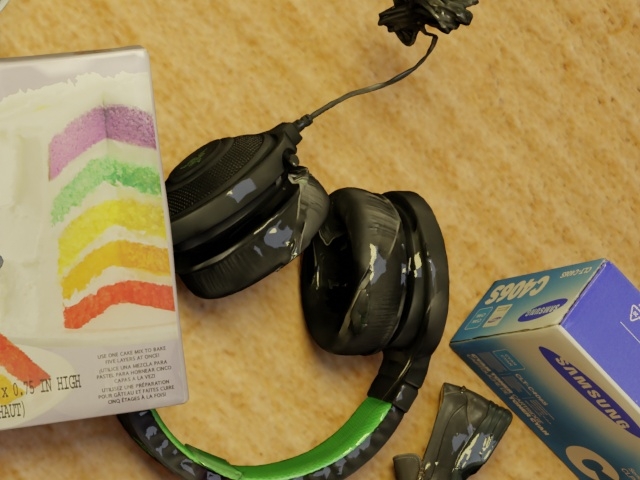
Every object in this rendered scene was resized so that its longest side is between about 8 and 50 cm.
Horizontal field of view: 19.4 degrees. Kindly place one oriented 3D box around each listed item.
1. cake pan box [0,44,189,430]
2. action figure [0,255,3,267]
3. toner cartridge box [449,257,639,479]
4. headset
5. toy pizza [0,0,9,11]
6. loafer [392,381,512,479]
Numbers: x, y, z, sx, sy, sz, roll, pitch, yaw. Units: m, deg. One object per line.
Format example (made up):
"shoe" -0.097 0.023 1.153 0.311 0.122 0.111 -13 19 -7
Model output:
"cake pan box" -0.231 0.004 1.240 0.267 0.070 0.245 -6 96 -9
"action figure" -0.343 -0.055 1.092 0.341 0.178 0.330 42 90 -13
"toner cartridge box" 0.273 0.167 1.475 0.348 0.165 0.075 45 66 -13
"headset" 0.000 0.000 1.352 0.243 0.185 0.394 25 83 -22
"toy pizza" -0.295 -0.198 1.237 0.201 0.032 0.201 1 59 -2
"loafer" 0.080 0.186 1.442 0.061 0.062 0.170 34 64 5
